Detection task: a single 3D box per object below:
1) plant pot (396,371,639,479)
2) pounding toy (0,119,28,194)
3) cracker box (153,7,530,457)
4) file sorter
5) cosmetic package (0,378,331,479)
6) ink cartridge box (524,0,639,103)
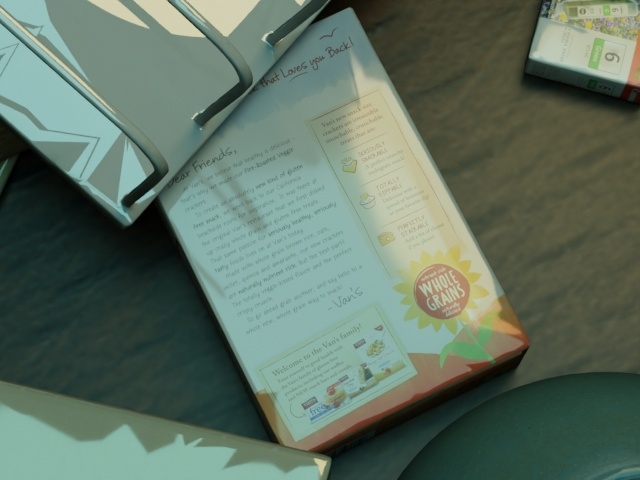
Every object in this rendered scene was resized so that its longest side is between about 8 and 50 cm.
[{"bbox_3d":[0.164,0.196,1.018,0.290,0.195,0.290,0,74,-1],"label":"plant pot"},{"bbox_3d":[-0.176,-0.102,1.158,0.130,0.100,0.141,-24,78,-21],"label":"pounding toy"},{"bbox_3d":[0.000,0.000,1.136,0.156,0.067,0.232,-25,77,-7],"label":"cracker box"},{"bbox_3d":[-0.075,-0.180,1.040,0.193,0.173,0.277,42,76,-6],"label":"file sorter"},{"bbox_3d":[-0.151,0.156,1.050,0.296,0.153,0.129,13,74,4],"label":"cosmetic package"},{"bbox_3d":[0.189,-0.121,1.190,0.115,0.029,0.063,15,75,4],"label":"ink cartridge box"}]
